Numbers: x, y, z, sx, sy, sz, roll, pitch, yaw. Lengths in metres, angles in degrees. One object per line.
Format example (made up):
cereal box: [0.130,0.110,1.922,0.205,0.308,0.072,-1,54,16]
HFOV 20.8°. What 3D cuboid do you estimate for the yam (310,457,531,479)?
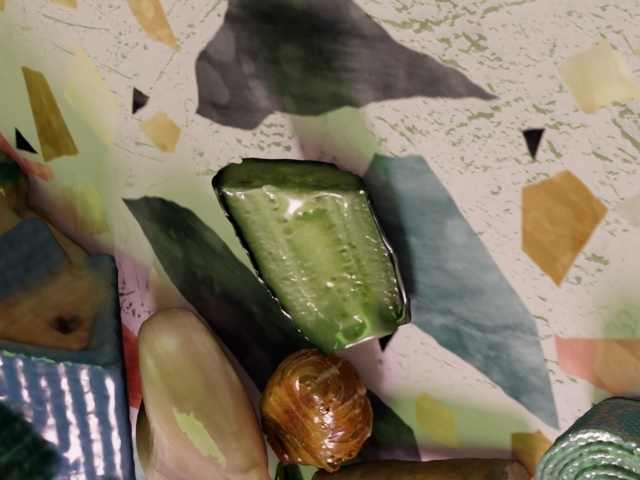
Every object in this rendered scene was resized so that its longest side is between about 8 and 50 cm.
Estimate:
yam: [0.084,0.220,1.542,0.241,0.057,0.057,-8,114,43]

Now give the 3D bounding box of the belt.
belt: [0.252,0.197,1.326,0.163,0.082,0.148,49,135,11]

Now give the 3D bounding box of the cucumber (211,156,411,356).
cucumber: [0.000,0.000,1.446,0.086,0.115,0.193,-98,-17,-67]

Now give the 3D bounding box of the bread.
bread: [0.001,0.149,1.564,0.105,0.076,0.233,46,161,10]

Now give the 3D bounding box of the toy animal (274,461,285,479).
toy animal: [-0.007,0.277,1.702,0.202,0.070,0.105,5,80,56]

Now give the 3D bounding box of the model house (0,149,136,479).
model house: [-0.362,0.172,1.737,0.342,0.382,0.335,36,144,30]

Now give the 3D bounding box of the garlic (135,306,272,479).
garlic: [-0.125,0.176,1.664,0.228,0.110,0.217,-138,34,-56]
